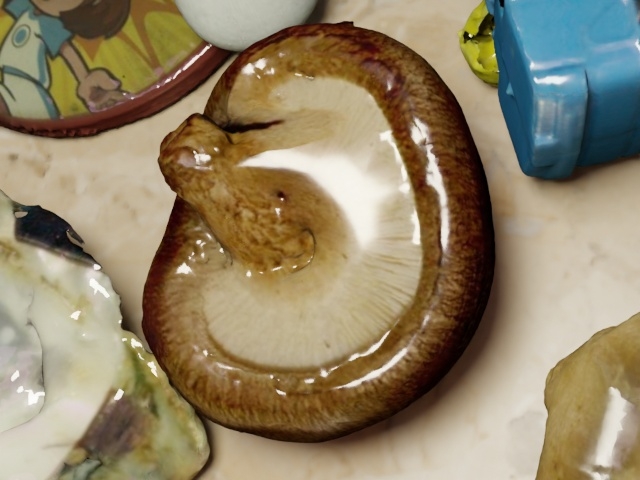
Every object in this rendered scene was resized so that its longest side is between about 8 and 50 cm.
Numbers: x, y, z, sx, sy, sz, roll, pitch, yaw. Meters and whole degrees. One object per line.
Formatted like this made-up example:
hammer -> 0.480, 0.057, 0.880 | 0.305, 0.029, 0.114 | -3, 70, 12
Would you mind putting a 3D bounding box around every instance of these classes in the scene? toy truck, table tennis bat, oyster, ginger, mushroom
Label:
toy truck -> 0.138, -0.233, 0.717 | 0.162, 0.161, 0.385 | -9, 72, 4
table tennis bat -> -0.117, -0.258, 0.856 | 0.268, 0.051, 0.415 | 34, 89, 19
oyster -> -0.234, 0.078, 0.758 | 0.351, 0.115, 0.238 | 15, 57, 9
ginger -> 0.162, 0.107, 0.663 | 0.095, 0.069, 0.190 | 18, 79, -2
mushroom -> 0.003, 0.000, 0.713 | 0.194, 0.138, 0.231 | 27, 95, 8

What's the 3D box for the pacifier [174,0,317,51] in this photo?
pacifier -> -0.074, -0.205, 0.742 | 0.279, 0.207, 0.227 | -15, 28, 10
